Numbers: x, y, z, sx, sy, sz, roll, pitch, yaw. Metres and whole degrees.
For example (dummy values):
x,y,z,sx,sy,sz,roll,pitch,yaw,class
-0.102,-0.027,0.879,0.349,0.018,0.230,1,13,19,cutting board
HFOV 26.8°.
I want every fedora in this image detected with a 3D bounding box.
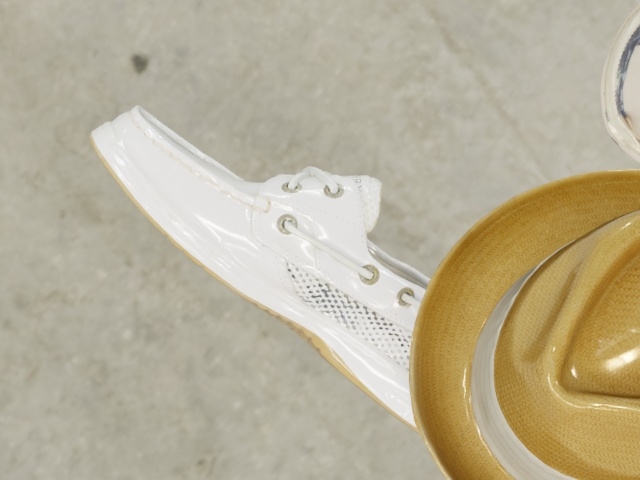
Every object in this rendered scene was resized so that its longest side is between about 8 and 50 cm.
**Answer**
x,y,z,sx,sy,sz,roll,pitch,yaw,class
0.134,0.043,0.549,0.194,0.079,0.194,1,68,-3,fedora

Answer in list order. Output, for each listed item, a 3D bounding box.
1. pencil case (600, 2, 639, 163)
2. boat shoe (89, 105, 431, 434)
x,y,z,sx,sy,sz,roll,pitch,yaw,class
0.373,-0.139,1.151,0.160,0.183,0.410,49,26,14,pencil case
0.000,0.000,0.764,0.277,0.096,0.098,37,10,-7,boat shoe
